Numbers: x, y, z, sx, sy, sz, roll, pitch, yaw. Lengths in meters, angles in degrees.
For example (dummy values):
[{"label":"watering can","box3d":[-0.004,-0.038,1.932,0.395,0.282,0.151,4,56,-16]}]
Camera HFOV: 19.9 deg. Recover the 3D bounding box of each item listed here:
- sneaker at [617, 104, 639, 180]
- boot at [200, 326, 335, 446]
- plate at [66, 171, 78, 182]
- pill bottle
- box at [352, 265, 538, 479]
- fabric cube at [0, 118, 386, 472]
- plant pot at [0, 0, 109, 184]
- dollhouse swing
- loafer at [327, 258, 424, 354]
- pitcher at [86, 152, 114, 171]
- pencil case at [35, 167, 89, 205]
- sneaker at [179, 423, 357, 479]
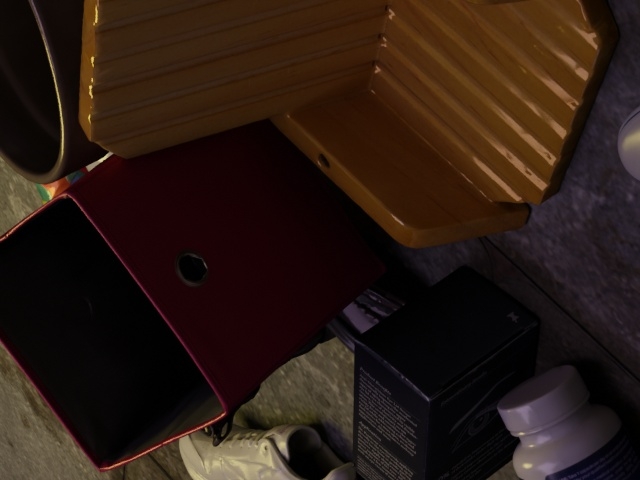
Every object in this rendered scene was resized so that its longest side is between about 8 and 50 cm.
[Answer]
[{"label":"sneaker","box3d":[0.305,-0.063,1.367,0.258,0.091,0.094,3,121,56]},{"label":"boot","box3d":[-0.120,0.070,2.012,0.263,0.229,0.091,50,151,12]},{"label":"plate","box3d":[-0.286,-0.162,2.155,0.188,0.024,0.188,1,-90,-89]},{"label":"pill bottle","box3d":[0.246,0.218,1.720,0.112,0.112,0.187,-15,106,60]},{"label":"box","box3d":[0.121,0.155,1.809,0.108,0.153,0.207,38,145,32]},{"label":"fabric cube","box3d":[-0.146,0.031,1.784,0.259,0.258,0.254,-28,99,50]},{"label":"plant pot","box3d":[-0.202,-0.251,1.744,0.323,0.280,0.323,45,148,38]},{"label":"dollhouse swing","box3d":[0.012,-0.135,1.532,0.315,0.305,0.347,45,148,21]},{"label":"loafer","box3d":[0.000,0.000,1.917,0.302,0.109,0.095,44,130,10]},{"label":"pitcher","box3d":[-0.225,-0.125,2.114,0.207,0.125,0.178,114,135,-69]},{"label":"pencil case","box3d":[-0.347,-0.146,2.290,0.104,0.104,0.236,5,121,56]},{"label":"sneaker","box3d":[-0.056,0.270,2.272,0.305,0.114,0.152,25,124,38]}]
